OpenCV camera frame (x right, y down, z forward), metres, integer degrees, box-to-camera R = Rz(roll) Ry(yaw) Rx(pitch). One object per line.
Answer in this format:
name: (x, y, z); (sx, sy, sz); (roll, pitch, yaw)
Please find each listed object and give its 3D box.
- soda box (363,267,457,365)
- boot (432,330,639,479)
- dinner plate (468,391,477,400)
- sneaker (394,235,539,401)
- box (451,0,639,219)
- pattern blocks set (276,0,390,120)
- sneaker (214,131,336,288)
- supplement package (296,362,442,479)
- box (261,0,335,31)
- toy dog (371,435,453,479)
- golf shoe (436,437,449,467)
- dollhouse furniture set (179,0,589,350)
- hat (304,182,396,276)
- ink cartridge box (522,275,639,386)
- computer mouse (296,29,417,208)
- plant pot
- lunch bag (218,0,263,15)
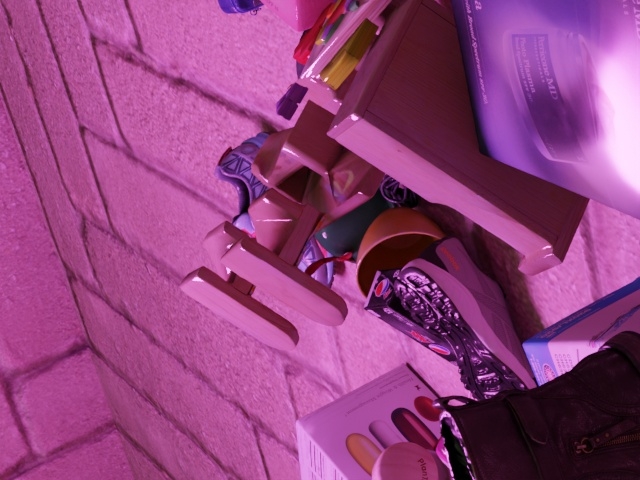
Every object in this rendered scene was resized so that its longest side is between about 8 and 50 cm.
soda box: (0.138, 0.098, 2.006); (0.169, 0.060, 0.053); (33, 157, -29)
boot: (0.226, 0.221, 1.385); (0.263, 0.229, 0.091); (65, 153, 2)
dinner plate: (0.224, 0.251, 2.121); (0.141, 0.017, 0.141); (174, 90, -77)
sneaker: (0.207, 0.111, 1.962); (0.100, 0.108, 0.271); (-14, 118, 50)
box: (0.262, -0.198, 1.367); (0.294, 0.183, 0.296); (29, 140, 53)
pattern blocks set: (0.046, -0.259, 1.690); (0.026, 0.285, 0.325); (33, 123, -13)
sneaker: (-0.075, -0.025, 2.388); (0.262, 0.125, 0.104); (62, 159, 5)
supplement package: (0.102, 0.323, 2.278); (0.203, 0.194, 0.149); (45, 152, 39)
box: (-0.020, -0.389, 1.861); (0.148, 0.127, 0.232); (46, 152, 39)
toy dog: (0.205, 0.368, 2.063); (0.333, 0.161, 0.220); (49, 158, -9)
golf shoe: (0.270, 0.281, 1.907); (0.306, 0.115, 0.140); (1, 130, 49)
dollhouse furniture set: (0.091, -0.070, 1.712); (0.256, 0.362, 0.394); (33, 155, -13)
hat: (0.000, 0.000, 2.167); (0.173, 0.183, 0.208); (56, 157, 20)
ink cartridge box: (0.349, 0.140, 1.554); (0.233, 0.168, 0.171); (-9, 105, 67)
computer mouse: (0.041, -0.172, 2.037); (0.272, 0.072, 0.188); (55, 158, 20)
plant pot: (0.107, 0.011, 2.043); (0.095, 0.134, 0.134); (-99, 2, -50)
lunch bag: (-0.107, -0.355, 2.177); (0.065, 0.067, 0.098); (7, 121, 65)
